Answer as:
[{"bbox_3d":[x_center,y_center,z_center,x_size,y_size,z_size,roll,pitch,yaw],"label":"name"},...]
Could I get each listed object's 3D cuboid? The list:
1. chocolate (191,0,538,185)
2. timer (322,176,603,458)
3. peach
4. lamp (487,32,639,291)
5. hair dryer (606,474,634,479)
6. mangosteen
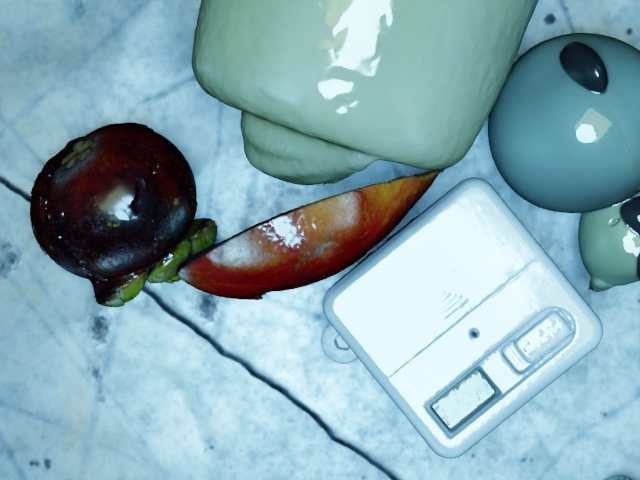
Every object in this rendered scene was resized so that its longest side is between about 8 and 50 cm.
[{"bbox_3d":[0.034,-0.193,1.278,0.314,0.326,0.297,18,86,7],"label":"chocolate"},{"bbox_3d":[0.130,0.070,1.339,0.192,0.195,0.194,-39,89,1],"label":"timer"},{"bbox_3d":[0.000,0.004,1.347,0.279,0.189,0.068,-20,87,-4],"label":"peach"},{"bbox_3d":[0.264,-0.080,1.338,0.197,0.198,0.244,-29,97,2],"label":"lamp"},{"bbox_3d":[0.406,0.272,1.405,0.237,0.075,0.206,-43,96,-7],"label":"hair dryer"},{"bbox_3d":[-0.192,-0.021,1.377,0.166,0.166,0.180,-36,113,1],"label":"mangosteen"}]
